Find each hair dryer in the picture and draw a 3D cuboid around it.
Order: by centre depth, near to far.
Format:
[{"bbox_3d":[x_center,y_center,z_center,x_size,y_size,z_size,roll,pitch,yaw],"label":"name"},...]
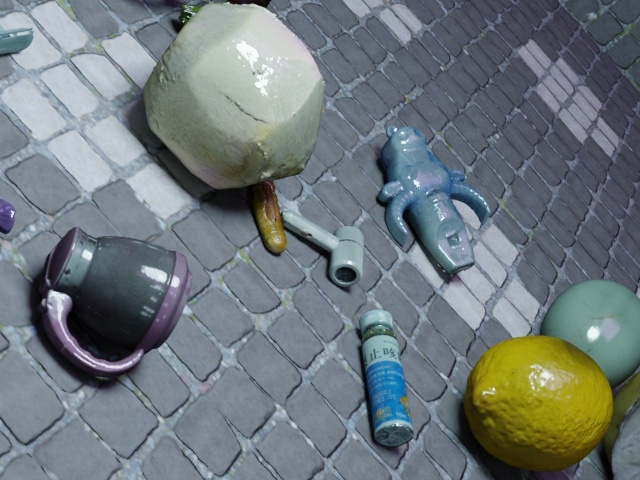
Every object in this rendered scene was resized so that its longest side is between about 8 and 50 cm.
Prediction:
[{"bbox_3d":[0.000,0.000,1.688,0.137,0.047,0.082,32,34,-18],"label":"hair dryer"}]

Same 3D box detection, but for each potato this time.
[{"bbox_3d":[0.563,0.264,1.880,0.246,0.299,0.196,27,33,-7],"label":"potato"}]

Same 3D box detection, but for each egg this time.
[{"bbox_3d":[0.435,0.152,1.960,0.168,0.168,0.231,50,36,2],"label":"egg"}]

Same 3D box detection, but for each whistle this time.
[{"bbox_3d":[0.166,-0.068,1.935,0.180,0.093,0.269,-15,65,-31],"label":"whistle"}]

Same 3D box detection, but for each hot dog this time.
[{"bbox_3d":[-0.071,-0.041,1.654,0.044,0.028,0.137,19,42,-31],"label":"hot dog"}]

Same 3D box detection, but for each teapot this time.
[{"bbox_3d":[-0.223,0.059,1.286,0.146,0.148,0.116,25,0,-16],"label":"teapot"}]

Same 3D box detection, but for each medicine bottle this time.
[{"bbox_3d":[0.083,0.175,1.586,0.051,0.051,0.191,28,36,-32],"label":"medicine bottle"}]

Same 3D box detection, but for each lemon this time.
[{"bbox_3d":[0.298,0.222,1.685,0.257,0.188,0.188,14,45,-43],"label":"lemon"}]

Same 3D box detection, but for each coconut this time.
[{"bbox_3d":[-0.099,-0.178,1.580,0.230,0.227,0.227,40,30,-2],"label":"coconut"}]

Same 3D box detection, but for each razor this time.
[{"bbox_3d":[-0.410,-0.279,1.474,0.135,0.040,0.068,48,29,7],"label":"razor"}]

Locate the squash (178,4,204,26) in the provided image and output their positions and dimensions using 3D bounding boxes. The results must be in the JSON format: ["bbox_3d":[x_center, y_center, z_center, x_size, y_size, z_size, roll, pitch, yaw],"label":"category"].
[{"bbox_3d":[-0.106,-0.278,1.842,0.258,0.069,0.069,35,33,-24],"label":"squash"}]

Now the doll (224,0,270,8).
[{"bbox_3d":[-0.166,-0.466,1.849,0.340,0.209,0.318,24,27,-34],"label":"doll"}]

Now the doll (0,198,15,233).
[{"bbox_3d":[-0.381,-0.070,1.257,0.115,0.050,0.190,15,42,-54],"label":"doll"}]
